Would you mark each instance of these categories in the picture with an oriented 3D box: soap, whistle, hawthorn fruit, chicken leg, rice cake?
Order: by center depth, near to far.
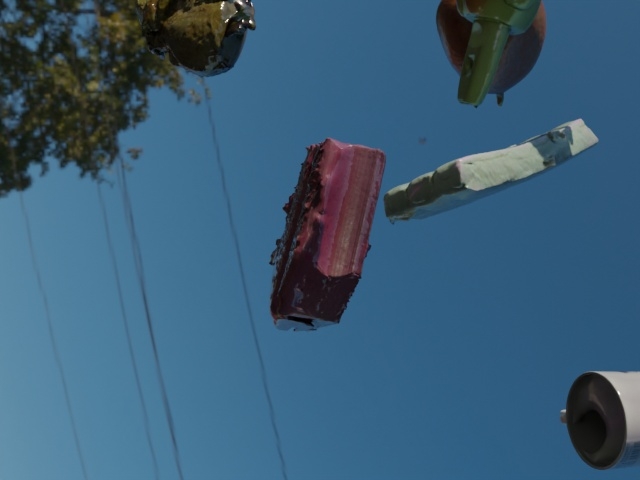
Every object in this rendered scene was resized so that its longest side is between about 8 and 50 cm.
[{"bbox_3d":[0.174,-0.070,0.791,0.127,0.237,0.043,-24,-92,50],"label":"rice cake"},{"bbox_3d":[0.205,-0.312,0.925,0.141,0.141,0.294,34,-84,44],"label":"whistle"},{"bbox_3d":[-0.208,-0.407,1.233,0.212,0.140,0.361,-26,-111,24],"label":"chicken leg"},{"bbox_3d":[0.000,0.000,1.343,0.220,0.127,0.324,159,-53,-75],"label":"soap"},{"bbox_3d":[0.320,-0.366,1.485,0.199,0.199,0.251,26,-44,48],"label":"hawthorn fruit"}]

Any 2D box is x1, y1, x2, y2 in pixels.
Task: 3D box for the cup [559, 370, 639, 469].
[{"bbox_3d":[0.440,0.263,1.134,0.173,0.142,0.134,112,-27,-46],"label":"cup"}]
